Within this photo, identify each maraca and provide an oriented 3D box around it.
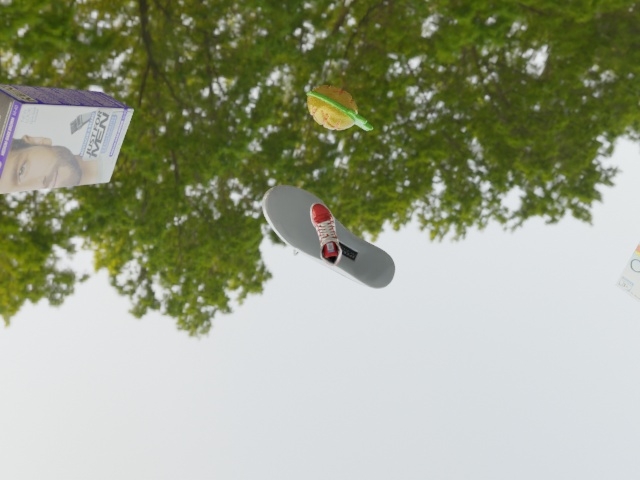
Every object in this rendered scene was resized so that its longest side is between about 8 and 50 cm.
[{"bbox_3d":[0.044,-0.312,1.704,0.185,0.099,0.127,31,-177,28],"label":"maraca"}]

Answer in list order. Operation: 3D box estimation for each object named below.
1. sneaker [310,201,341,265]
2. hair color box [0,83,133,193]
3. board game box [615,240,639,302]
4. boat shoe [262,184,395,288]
[{"bbox_3d":[0.011,-0.010,1.305,0.042,0.119,0.067,-18,-163,5],"label":"sneaker"},{"bbox_3d":[-0.542,-0.208,1.443,0.110,0.185,0.339,29,-162,16],"label":"hair color box"},{"bbox_3d":[0.653,0.002,1.193,0.275,0.142,0.144,-36,-120,-23],"label":"board game box"},{"bbox_3d":[0.005,-0.007,1.710,0.367,0.156,0.136,31,-101,-16],"label":"boat shoe"}]
